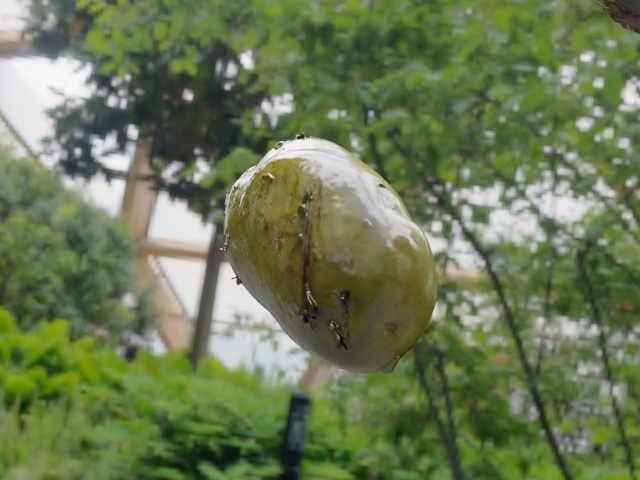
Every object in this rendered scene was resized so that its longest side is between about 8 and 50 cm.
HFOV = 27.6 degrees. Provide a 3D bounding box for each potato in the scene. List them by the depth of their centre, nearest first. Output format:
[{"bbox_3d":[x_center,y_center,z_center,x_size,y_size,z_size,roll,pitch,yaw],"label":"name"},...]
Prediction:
[{"bbox_3d":[0.000,0.000,1.185,0.140,0.173,0.300,-1,26,-26],"label":"potato"}]

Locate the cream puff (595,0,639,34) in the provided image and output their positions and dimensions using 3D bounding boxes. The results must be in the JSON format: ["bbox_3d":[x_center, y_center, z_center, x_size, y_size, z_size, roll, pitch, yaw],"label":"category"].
[{"bbox_3d":[0.316,-0.274,0.892,0.350,0.350,0.228,8,6,4],"label":"cream puff"}]
